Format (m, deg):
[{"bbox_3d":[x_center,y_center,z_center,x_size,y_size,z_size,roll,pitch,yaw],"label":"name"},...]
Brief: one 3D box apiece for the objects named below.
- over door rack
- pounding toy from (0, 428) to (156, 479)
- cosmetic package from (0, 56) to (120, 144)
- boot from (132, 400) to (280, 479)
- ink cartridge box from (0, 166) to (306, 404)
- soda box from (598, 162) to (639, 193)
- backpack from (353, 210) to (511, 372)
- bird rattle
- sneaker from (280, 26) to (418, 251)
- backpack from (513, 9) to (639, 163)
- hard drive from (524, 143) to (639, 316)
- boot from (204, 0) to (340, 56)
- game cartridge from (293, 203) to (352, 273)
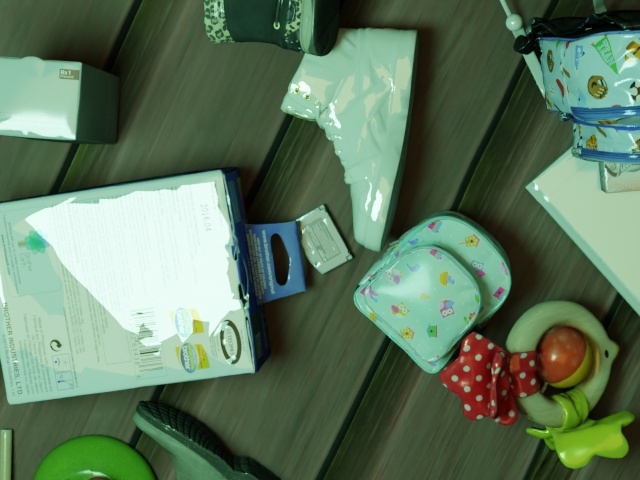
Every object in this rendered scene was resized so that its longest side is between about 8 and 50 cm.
[{"bbox_3d":[0.322,-0.364,1.754,0.239,0.108,0.324,-27,92,6],"label":"over door rack"},{"bbox_3d":[-0.342,0.360,1.874,0.237,0.110,0.183,7,96,4],"label":"pounding toy"},{"bbox_3d":[-0.339,-0.175,1.760,0.127,0.238,0.107,4,95,5],"label":"cosmetic package"},{"bbox_3d":[-0.181,0.339,1.863,0.246,0.083,0.161,36,98,-9],"label":"boot"},{"bbox_3d":[-0.223,0.054,1.815,0.395,0.151,0.270,-8,95,7],"label":"ink cartridge box"},{"bbox_3d":[0.446,-0.100,1.751,0.183,0.058,0.063,-7,94,5],"label":"soda box"},{"bbox_3d":[0.154,0.058,1.790,0.166,0.144,0.188,44,94,5],"label":"backpack"},{"bbox_3d":[0.287,0.173,1.787,0.253,0.143,0.207,35,72,-16],"label":"bird rattle"},{"bbox_3d":[0.029,-0.137,1.806,0.169,0.108,0.292,7,86,6],"label":"sneaker"},{"bbox_3d":[0.392,-0.190,1.602,0.276,0.263,0.213,-12,92,-2],"label":"backpack"},{"bbox_3d":[0.445,-0.023,1.808,0.203,0.040,0.307,-42,90,7],"label":"hard drive"},{"bbox_3d":[-0.062,-0.356,1.759,0.179,0.085,0.236,7,98,31],"label":"boot"},{"bbox_3d":[0.000,0.000,1.860,0.056,0.017,0.083,-28,92,3],"label":"game cartridge"}]
